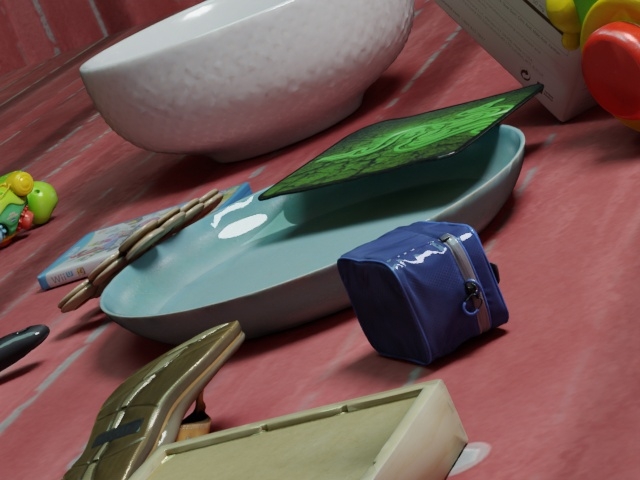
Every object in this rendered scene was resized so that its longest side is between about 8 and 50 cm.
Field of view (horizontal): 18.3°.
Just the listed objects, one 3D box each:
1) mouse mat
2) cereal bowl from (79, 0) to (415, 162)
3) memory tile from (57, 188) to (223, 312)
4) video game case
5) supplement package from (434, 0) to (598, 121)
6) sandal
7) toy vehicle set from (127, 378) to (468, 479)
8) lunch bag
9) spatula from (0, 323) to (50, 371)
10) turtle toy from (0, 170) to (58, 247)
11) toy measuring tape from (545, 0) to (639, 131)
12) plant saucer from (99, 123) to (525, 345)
[{"bbox_3d":[0.059,-0.074,1.482,0.190,0.007,0.152,-10,17,39],"label":"mouse mat"},{"bbox_3d":[-0.057,-0.171,1.955,0.339,0.141,0.339,-21,13,5],"label":"cereal bowl"},{"bbox_3d":[-0.136,0.008,1.530,0.113,0.012,0.148,-41,-4,25],"label":"memory tile"},{"bbox_3d":[-0.150,-0.005,1.712,0.166,0.015,0.119,-17,14,22],"label":"video game case"},{"bbox_3d":[0.218,-0.271,1.498,0.177,0.175,0.293,-28,-29,-27],"label":"supplement package"},{"bbox_3d":[-0.090,0.111,1.087,0.072,0.049,0.180,-20,26,36],"label":"sandal"},{"bbox_3d":[-0.051,0.148,0.879,0.166,0.035,0.267,-16,14,26],"label":"toy vehicle set"},{"bbox_3d":[0.063,0.026,1.120,0.065,0.067,0.098,-27,15,-20],"label":"lunch bag"},{"bbox_3d":[-0.332,0.127,1.439,0.296,0.030,0.084,-23,11,-2],"label":"spatula"},{"bbox_3d":[-0.319,-0.030,1.979,0.095,0.066,0.130,-5,21,48],"label":"turtle toy"},{"bbox_3d":[0.279,-0.110,1.321,0.121,0.121,0.330,-30,38,-32],"label":"toy measuring tape"},{"bbox_3d":[0.000,0.000,1.386,0.317,0.043,0.317,-22,13,5],"label":"plant saucer"}]
